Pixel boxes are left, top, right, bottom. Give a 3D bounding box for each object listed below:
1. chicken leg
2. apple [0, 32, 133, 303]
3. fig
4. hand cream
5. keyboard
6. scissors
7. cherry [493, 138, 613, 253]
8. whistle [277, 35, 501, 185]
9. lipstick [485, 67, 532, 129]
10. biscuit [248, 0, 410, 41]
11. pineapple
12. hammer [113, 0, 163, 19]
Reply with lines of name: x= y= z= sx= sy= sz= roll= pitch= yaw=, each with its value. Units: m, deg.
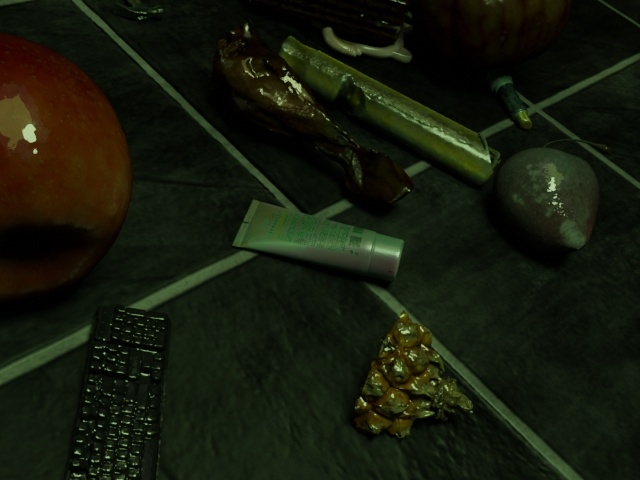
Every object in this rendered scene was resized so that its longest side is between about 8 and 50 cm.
chicken leg: x=-0.017 y=-0.141 z=0.866 sx=0.304 sy=0.113 sz=0.093 roll=40 pitch=68 yaw=15
apple: x=-0.271 y=-0.061 z=0.614 sx=0.218 sy=0.218 sz=0.201 roll=-11 pitch=60 yaw=-29
fig: x=0.245 y=-0.353 z=1.085 sx=0.214 sy=0.234 sz=0.235 roll=53 pitch=39 yaw=-22
hand cream: x=0.000 y=0.000 z=0.784 sx=0.174 sy=0.047 sz=0.076 roll=14 pitch=44 yaw=5
keyboard: x=-0.162 y=0.146 z=0.592 sx=0.072 sy=0.023 sz=0.231 roll=10 pitch=45 yaw=-15
scissors: x=-0.009 y=-0.346 z=1.123 sx=0.317 sy=0.024 sz=0.160 roll=16 pitch=46 yaw=-6
cherry: x=0.304 y=-0.049 z=0.894 sx=0.188 sy=0.115 sz=0.148 roll=5 pitch=27 yaw=-24
whistle: x=0.088 y=-0.174 z=0.969 sx=0.326 sy=0.057 sz=0.068 roll=29 pitch=44 yaw=7
lipstick: x=0.284 y=-0.211 z=1.099 sx=0.037 sy=0.037 sz=0.116 roll=-2 pitch=53 yaw=-22
biscuit: x=0.012 y=-0.379 z=1.095 sx=0.251 sy=0.070 sz=0.106 roll=14 pitch=45 yaw=-5
pineapple: x=0.086 y=0.136 z=0.678 sx=0.114 sy=0.077 sz=0.114 roll=29 pitch=78 yaw=-8
hammer: x=-0.288 y=-0.367 z=1.045 sx=0.062 sy=0.017 sz=0.182 roll=-15 pitch=53 yaw=-32
